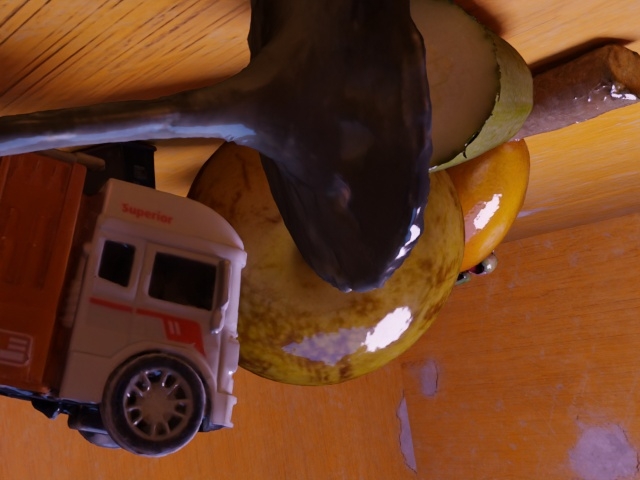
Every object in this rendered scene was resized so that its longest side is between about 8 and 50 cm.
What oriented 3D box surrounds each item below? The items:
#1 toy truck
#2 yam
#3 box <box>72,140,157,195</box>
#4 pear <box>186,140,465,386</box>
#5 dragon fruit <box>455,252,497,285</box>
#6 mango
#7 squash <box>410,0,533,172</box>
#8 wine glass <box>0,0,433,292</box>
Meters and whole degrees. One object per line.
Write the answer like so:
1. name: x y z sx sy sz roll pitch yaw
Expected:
1. toy truck: -0.243 0.023 0.639 0.388 0.206 0.173 16 164 -21
2. yam: 0.189 -0.125 0.931 0.066 0.066 0.300 -4 172 -39
3. box: -0.213 -0.062 0.937 0.085 0.063 0.060 -10 174 26
4. pear: 0.000 0.000 0.871 0.281 0.280 0.281 -9 174 -1
5. dragon fruit: 0.144 -0.015 1.390 0.273 0.218 0.198 -7 131 32
6. mango: 0.178 -0.052 1.114 0.187 0.138 0.257 -40 172 -7
7. squash: 0.117 -0.116 0.705 0.137 0.137 0.287 -13 178 36
8. wine glass: -0.174 -0.044 0.407 0.406 0.267 0.267 -12 176 -23
